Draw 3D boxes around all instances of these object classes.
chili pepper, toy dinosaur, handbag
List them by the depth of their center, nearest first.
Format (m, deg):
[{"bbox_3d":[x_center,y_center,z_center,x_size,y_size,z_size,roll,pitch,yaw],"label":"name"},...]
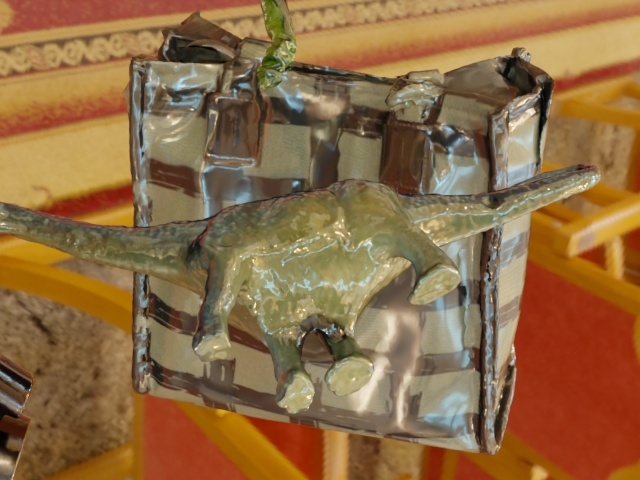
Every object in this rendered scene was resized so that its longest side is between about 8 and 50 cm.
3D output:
[{"bbox_3d":[-0.001,0.008,0.601,0.363,0.147,0.076,-7,133,-12],"label":"toy dinosaur"},{"bbox_3d":[-0.029,-0.130,0.763,0.027,0.022,0.083,37,42,-40],"label":"chili pepper"},{"bbox_3d":[0.006,-0.002,0.927,0.162,0.325,0.327,-67,161,-52],"label":"handbag"}]

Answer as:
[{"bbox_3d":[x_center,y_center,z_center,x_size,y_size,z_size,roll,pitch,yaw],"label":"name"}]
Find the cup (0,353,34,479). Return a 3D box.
[{"bbox_3d":[-0.355,0.184,1.010,0.239,0.177,0.166,120,-15,-49],"label":"cup"}]
